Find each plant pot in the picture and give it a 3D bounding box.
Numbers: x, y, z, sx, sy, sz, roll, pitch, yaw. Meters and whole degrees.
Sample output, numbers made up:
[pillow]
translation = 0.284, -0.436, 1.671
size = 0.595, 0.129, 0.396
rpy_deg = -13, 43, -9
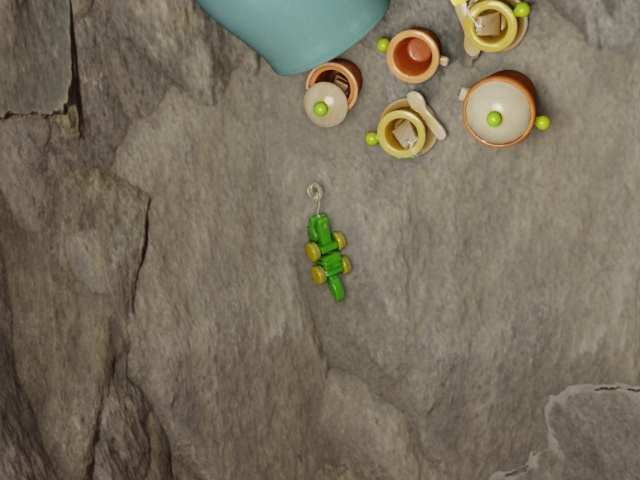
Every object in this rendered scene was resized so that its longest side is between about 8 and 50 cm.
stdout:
[plant pot]
translation = -0.050, -0.361, 1.530
size = 0.272, 0.271, 0.255
rpy_deg = -21, 118, 26

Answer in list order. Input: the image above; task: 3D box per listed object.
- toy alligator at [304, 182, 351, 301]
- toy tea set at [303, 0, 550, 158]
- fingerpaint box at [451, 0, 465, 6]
[toy alligator]
translation = 0.000, 0.000, 1.776
size = 0.051, 0.056, 0.189
rpy_deg = 18, 126, 58
[toy tea set]
translation = 0.136, -0.196, 1.599
size = 0.336, 0.124, 0.200
rpy_deg = -17, 106, 24
[fingerpaint box]
translation = 0.333, -0.451, 1.283
size = 0.445, 0.371, 0.163
rpy_deg = -26, 102, 26
